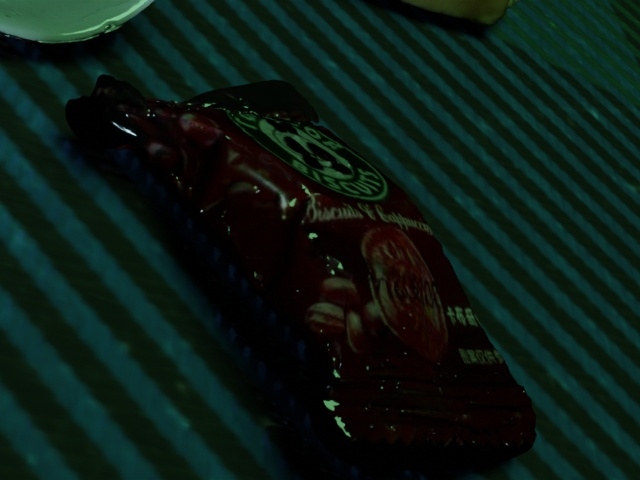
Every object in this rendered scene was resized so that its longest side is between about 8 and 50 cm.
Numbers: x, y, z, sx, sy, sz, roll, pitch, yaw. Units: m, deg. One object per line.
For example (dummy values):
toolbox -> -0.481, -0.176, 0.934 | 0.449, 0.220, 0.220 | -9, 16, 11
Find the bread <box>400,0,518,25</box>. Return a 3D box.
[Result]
bread -> 0.057, -0.261, 0.890 | 0.251, 0.133, 0.174 | 11, 39, -33

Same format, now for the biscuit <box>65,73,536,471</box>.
biscuit -> -0.004, 0.001, 0.575 | 0.151, 0.063, 0.235 | 7, 37, -54

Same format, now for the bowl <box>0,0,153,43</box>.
bowl -> -0.153, -0.190, 0.624 | 0.189, 0.189, 0.086 | 2, 5, -41
